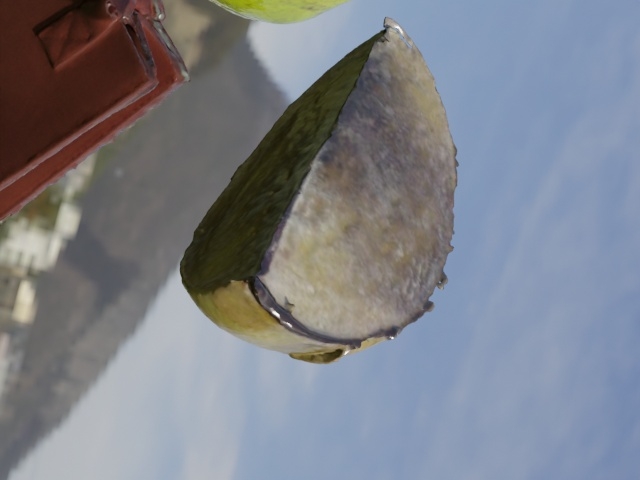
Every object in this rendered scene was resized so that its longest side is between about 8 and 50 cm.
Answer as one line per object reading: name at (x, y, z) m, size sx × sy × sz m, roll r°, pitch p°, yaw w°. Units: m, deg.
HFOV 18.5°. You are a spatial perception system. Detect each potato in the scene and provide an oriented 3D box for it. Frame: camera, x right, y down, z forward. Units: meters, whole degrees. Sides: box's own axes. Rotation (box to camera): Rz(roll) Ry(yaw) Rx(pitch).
potato at (-0.001, -0.001, 1.132) m, size 0.100 × 0.120 × 0.261 m, roll -23°, pitch -155°, yaw 35°

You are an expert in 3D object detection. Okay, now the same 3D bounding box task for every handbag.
handbag at (-0.256, -0.153, 1.441) m, size 0.275 × 0.084 × 0.260 m, roll -31°, pitch -105°, yaw 22°

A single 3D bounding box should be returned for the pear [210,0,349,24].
pear at (-0.046, -0.443, 2.195) m, size 0.391 × 0.391 × 0.391 m, roll -165°, pitch -90°, yaw -79°
